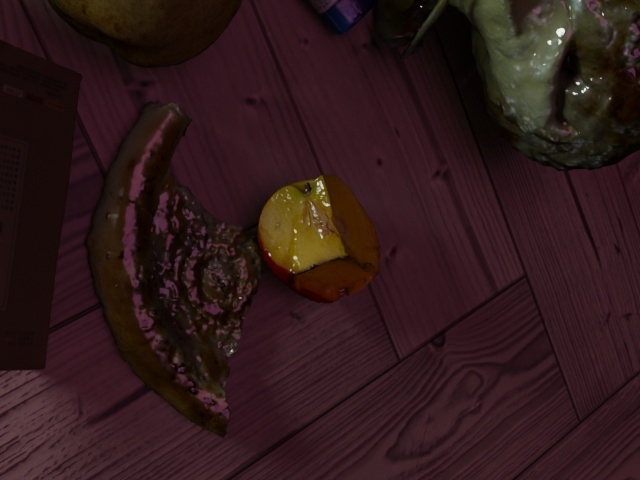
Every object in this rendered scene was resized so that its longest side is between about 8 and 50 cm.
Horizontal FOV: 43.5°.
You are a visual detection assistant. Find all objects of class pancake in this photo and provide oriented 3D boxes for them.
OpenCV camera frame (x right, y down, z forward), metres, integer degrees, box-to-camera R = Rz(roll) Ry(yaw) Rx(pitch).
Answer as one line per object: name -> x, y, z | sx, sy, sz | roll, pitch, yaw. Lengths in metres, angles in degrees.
pancake -> -0.145, 0.033, 0.880 | 0.197, 0.054, 0.377 | -17, 99, -30

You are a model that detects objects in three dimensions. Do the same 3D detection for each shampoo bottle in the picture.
shampoo bottle -> -0.007, -0.343, 0.966 | 0.183, 0.050, 0.087 | 47, 71, -21

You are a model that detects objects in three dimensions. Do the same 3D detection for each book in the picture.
book -> -0.321, -0.034, 0.737 | 0.217, 0.021, 0.311 | 15, 80, -62

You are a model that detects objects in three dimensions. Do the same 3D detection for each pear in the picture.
pear -> -0.179, -0.282, 0.786 | 0.228, 0.188, 0.211 | 17, 73, -29

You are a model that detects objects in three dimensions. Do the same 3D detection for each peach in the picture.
peach -> -0.001, -0.002, 0.930 | 0.151, 0.118, 0.151 | 3, 69, -8

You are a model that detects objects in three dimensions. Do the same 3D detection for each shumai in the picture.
shumai -> 0.263, -0.311, 0.950 | 0.348, 0.395, 0.395 | 17, 81, -30
